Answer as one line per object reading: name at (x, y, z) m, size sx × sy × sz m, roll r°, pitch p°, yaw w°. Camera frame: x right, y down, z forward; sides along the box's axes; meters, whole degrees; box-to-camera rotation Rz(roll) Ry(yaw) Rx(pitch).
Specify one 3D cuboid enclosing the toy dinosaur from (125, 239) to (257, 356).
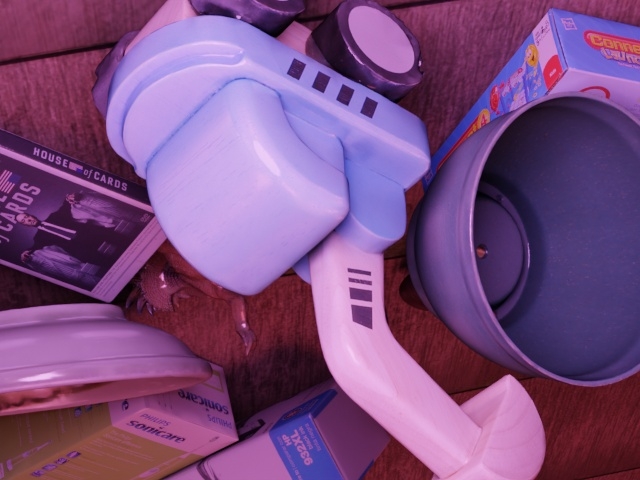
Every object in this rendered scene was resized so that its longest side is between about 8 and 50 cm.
toy dinosaur at (-0.147, 0.002, 1.743) m, size 0.200 × 0.127 × 0.296 m, roll 17°, pitch 136°, yaw 16°

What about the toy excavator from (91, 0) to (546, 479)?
toy excavator at (0.000, 0.000, 1.395) m, size 0.433 × 0.445 × 0.222 m, roll 26°, pitch 134°, yaw -29°

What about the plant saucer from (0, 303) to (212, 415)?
plant saucer at (-0.328, 0.138, 1.763) m, size 0.400 × 0.101 × 0.400 m, roll -8°, pitch 172°, yaw -1°

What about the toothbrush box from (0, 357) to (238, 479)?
toothbrush box at (-0.289, 0.256, 2.094) m, size 0.283 × 0.122 × 0.206 m, roll -28°, pitch 148°, yaw 24°

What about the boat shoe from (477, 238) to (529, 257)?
boat shoe at (0.242, -0.003, 1.757) m, size 0.190 × 0.068 × 0.072 m, roll 9°, pitch 132°, yaw -26°

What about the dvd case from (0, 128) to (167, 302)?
dvd case at (-0.291, -0.026, 1.646) m, size 0.238 × 0.030 × 0.179 m, roll 22°, pitch 136°, yaw -25°

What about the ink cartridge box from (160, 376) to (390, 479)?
ink cartridge box at (-0.082, 0.325, 2.203) m, size 0.307 × 0.129 × 0.223 m, roll -27°, pitch -176°, yaw 21°

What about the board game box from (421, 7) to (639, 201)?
board game box at (0.320, -0.109, 1.748) m, size 0.308 × 0.086 × 0.302 m, roll 8°, pitch 143°, yaw -25°

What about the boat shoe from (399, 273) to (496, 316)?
boat shoe at (0.265, 0.066, 2.038) m, size 0.342 × 0.123 × 0.123 m, roll 1°, pitch 161°, yaw -26°

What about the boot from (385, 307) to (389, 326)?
boot at (0.063, 0.118, 1.974) m, size 0.083 × 0.161 × 0.246 m, roll -16°, pitch 150°, yaw 2°

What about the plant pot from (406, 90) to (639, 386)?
plant pot at (0.212, 0.005, 1.598) m, size 0.293 × 0.293 × 0.196 m, roll 6°, pitch 172°, yaw -32°
